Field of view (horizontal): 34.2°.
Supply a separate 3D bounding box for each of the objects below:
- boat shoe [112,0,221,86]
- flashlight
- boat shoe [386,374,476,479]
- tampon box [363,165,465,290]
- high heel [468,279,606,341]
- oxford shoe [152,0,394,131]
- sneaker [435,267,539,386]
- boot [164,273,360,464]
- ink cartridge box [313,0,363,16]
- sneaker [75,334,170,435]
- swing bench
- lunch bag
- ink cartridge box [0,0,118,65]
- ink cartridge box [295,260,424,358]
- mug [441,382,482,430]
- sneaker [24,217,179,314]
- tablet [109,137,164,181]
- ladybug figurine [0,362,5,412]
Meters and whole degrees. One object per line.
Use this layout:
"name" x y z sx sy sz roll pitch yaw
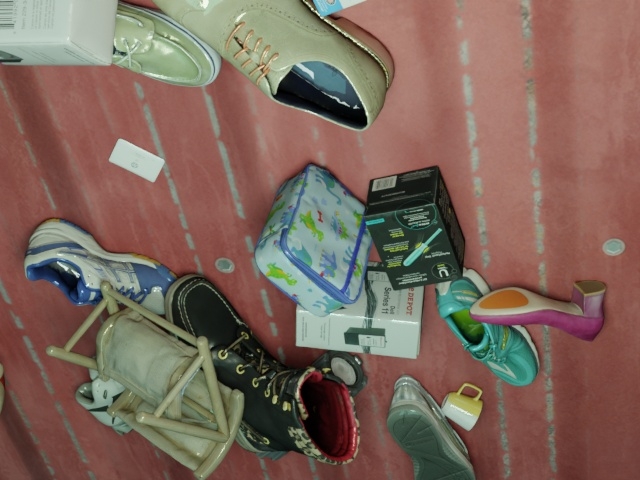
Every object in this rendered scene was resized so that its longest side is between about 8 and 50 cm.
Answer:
"boat shoe" -0.294 -0.295 1.526 0.302 0.094 0.109 23 129 -8
"flashlight" -0.035 0.319 1.982 0.103 0.103 0.304 49 126 5
"boat shoe" 0.218 0.392 2.002 0.118 0.103 0.320 -18 127 23
"tampon box" 0.153 -0.018 1.666 0.120 0.101 0.161 -10 127 19
"high heel" 0.362 0.137 1.739 0.244 0.082 0.117 -10 122 -17
"oxford shoe" -0.076 -0.286 1.458 0.397 0.146 0.140 24 130 -9
"sneaker" 0.280 0.170 1.792 0.107 0.110 0.275 -29 120 29
"boot" -0.099 0.227 1.790 0.284 0.138 0.377 1 120 52
"ink cartridge box" 0.063 -0.388 1.405 0.181 0.061 0.104 -15 125 22
"sneaker" -0.359 0.253 1.970 0.146 0.122 0.330 33 127 -19
"swing bench" -0.278 0.236 1.743 0.253 0.165 0.255 26 158 33
"lunch bag" 0.000 0.000 1.634 0.176 0.219 0.090 42 130 -22
"ink cartridge box" -0.432 -0.355 1.395 0.306 0.131 0.226 3 86 18
"ink cartridge box" 0.071 0.110 1.755 0.208 0.153 0.087 6 129 5
"mug" 0.265 0.309 1.952 0.064 0.078 0.062 26 163 0
"sneaker" -0.382 0.080 1.828 0.296 0.131 0.112 24 127 -11
"tablet" -0.304 -0.132 1.720 0.083 0.006 0.054 27 129 -11
"ladybug figurine" -0.802 0.278 2.047 0.449 0.162 0.305 -10 126 19
